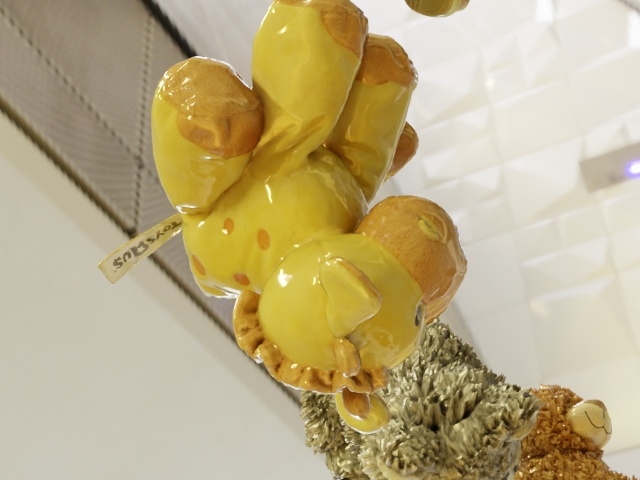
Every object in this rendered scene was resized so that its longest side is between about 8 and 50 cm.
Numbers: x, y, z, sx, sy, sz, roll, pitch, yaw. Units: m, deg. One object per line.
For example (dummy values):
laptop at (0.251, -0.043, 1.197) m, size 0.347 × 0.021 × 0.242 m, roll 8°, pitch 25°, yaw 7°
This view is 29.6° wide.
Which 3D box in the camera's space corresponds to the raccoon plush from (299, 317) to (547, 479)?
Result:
raccoon plush at (0.042, 0.106, 1.254) m, size 0.446 × 0.216 × 0.299 m, roll 49°, pitch 170°, yaw 9°

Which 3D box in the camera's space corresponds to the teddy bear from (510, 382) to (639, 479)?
teddy bear at (0.302, 0.305, 1.352) m, size 0.245 × 0.113 × 0.338 m, roll 20°, pitch -133°, yaw -11°

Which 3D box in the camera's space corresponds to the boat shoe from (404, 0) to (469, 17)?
boat shoe at (0.080, -0.197, 0.866) m, size 0.153 × 0.048 × 0.056 m, roll -124°, pitch 37°, yaw -62°

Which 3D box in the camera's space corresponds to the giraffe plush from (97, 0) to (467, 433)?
giraffe plush at (0.000, 0.000, 0.641) m, size 0.170 × 0.210 × 0.181 m, roll 48°, pitch -172°, yaw 36°
